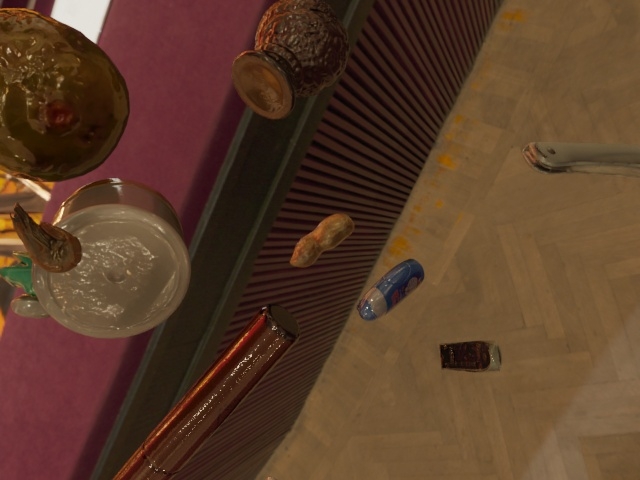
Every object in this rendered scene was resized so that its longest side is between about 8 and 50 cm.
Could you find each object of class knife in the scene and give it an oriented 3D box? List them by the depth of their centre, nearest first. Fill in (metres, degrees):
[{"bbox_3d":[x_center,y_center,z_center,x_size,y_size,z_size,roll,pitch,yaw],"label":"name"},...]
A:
[{"bbox_3d":[0.282,-0.080,0.427,0.023,0.162,0.044,110,153,-53],"label":"knife"}]

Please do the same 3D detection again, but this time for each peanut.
[{"bbox_3d":[0.001,0.001,1.255,0.227,0.104,0.086,-37,109,-7],"label":"peanut"}]

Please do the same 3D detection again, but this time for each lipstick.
[{"bbox_3d":[-0.152,0.213,0.484,0.057,0.057,0.357,46,103,18],"label":"lipstick"}]

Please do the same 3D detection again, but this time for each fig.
[{"bbox_3d":[-0.571,-0.291,0.853,0.343,0.343,0.344,0,91,26],"label":"fig"}]

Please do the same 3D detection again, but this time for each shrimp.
[{"bbox_3d":[-0.331,-0.003,0.512,0.023,0.059,0.108,-115,19,-47],"label":"shrimp"}]

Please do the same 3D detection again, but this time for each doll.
[{"bbox_3d":[-0.673,0.123,1.061,0.258,0.195,0.153,41,145,16],"label":"doll"}]

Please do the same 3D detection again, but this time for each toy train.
[{"bbox_3d":[0.449,0.338,1.222,0.088,0.407,0.087,0,75,-2],"label":"toy train"}]

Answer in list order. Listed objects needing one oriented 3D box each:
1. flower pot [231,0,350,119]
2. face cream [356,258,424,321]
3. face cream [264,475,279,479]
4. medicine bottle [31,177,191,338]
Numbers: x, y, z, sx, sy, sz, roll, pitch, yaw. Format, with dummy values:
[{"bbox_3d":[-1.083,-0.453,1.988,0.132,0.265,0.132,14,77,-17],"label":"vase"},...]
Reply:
[{"bbox_3d":[-0.090,-0.485,1.148,0.266,0.267,0.267,18,58,24],"label":"flower pot"},{"bbox_3d":[0.222,0.162,1.342,0.083,0.263,0.149,32,144,38],"label":"face cream"},{"bbox_3d":[0.069,0.501,0.685,0.369,0.145,0.146,21,100,-1],"label":"face cream"},{"bbox_3d":[-0.368,0.023,0.767,0.232,0.237,0.238,40,111,60],"label":"medicine bottle"}]
